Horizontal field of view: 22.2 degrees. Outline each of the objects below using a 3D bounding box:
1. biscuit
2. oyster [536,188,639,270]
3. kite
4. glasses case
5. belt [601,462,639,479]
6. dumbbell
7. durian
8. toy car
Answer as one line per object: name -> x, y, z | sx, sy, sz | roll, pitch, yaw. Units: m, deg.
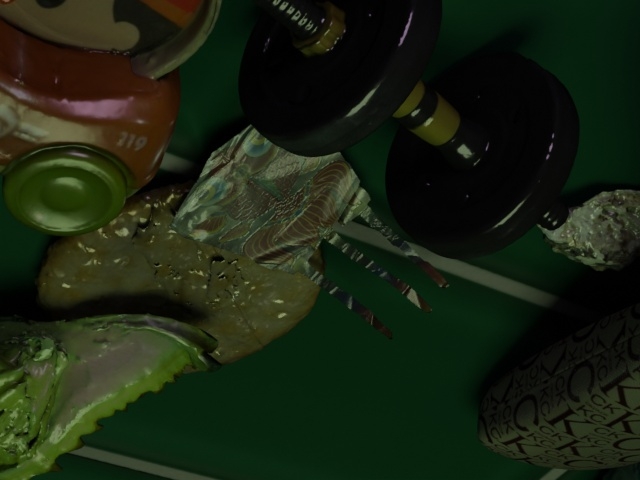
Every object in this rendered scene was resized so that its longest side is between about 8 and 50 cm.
biscuit -> -0.103, 0.032, 1.212 | 0.220, 0.033, 0.220 | -6, 140, -5
oyster -> 0.222, -0.008, 1.232 | 0.100, 0.037, 0.098 | -23, 138, 14
kite -> -0.001, -0.002, 1.173 | 0.127, 0.016, 0.229 | -41, 125, 11
glasses case -> 0.250, 0.116, 1.280 | 0.137, 0.085, 0.355 | 14, 155, -21
belt -> 0.296, 0.245, 1.512 | 0.087, 0.072, 0.302 | 10, 135, -19
dumbbell -> 0.058, -0.087, 1.026 | 0.143, 0.143, 0.325 | -35, 134, 26
durian -> -0.259, 0.119, 1.204 | 0.375, 0.106, 0.132 | -8, 139, 6
toy car -> -0.159, -0.136, 0.918 | 0.235, 0.145, 0.235 | -5, 139, -4
